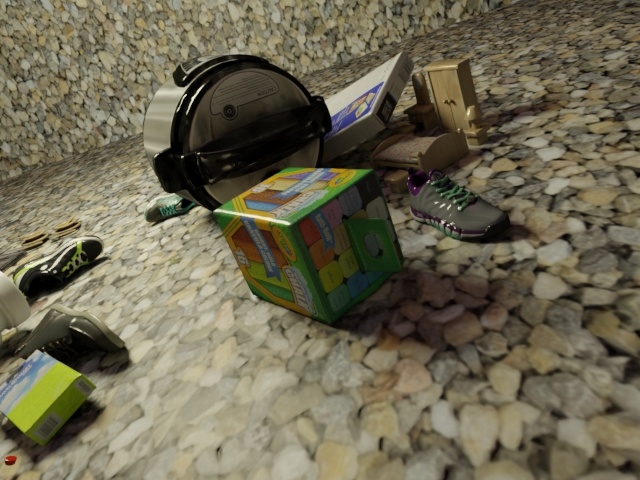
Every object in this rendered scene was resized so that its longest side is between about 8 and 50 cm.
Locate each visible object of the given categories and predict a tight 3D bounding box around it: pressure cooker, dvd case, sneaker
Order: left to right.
[{"bbox_3d":[-1.013,0.102,1.678,0.164,0.018,0.221,-11,25,18],"label":"dvd case"},{"bbox_3d":[-0.643,0.076,1.397,0.234,0.084,0.097,-31,50,-20],"label":"sneaker"},{"bbox_3d":[-0.442,0.190,0.988,0.222,0.083,0.118,5,49,40],"label":"sneaker"},{"bbox_3d":[-0.415,-0.098,1.570,0.166,0.065,0.076,-32,30,-20],"label":"sneaker"},{"bbox_3d":[-0.193,-0.239,1.325,0.420,0.375,0.370,24,88,57],"label":"pressure cooker"},{"bbox_3d":[0.219,-0.069,0.952,0.083,0.098,0.223,-31,26,-22],"label":"sneaker"}]

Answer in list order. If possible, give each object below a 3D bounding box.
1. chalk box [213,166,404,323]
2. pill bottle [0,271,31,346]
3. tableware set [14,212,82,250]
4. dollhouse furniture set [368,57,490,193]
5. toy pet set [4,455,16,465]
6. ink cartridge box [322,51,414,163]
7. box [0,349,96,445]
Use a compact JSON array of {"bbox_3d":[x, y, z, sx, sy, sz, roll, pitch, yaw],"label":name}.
[{"bbox_3d":[0.000,0.000,0.886,0.179,0.180,0.289,-35,26,-29],"label":"chalk box"},{"bbox_3d":[-0.744,0.193,1.080,0.176,0.176,0.318,2,33,41],"label":"pill bottle"},{"bbox_3d":[-0.876,-0.034,1.806,0.194,0.039,0.128,-21,20,-7],"label":"tableware set"},{"bbox_3d":[0.198,-0.281,1.322,0.355,0.174,0.303,-32,26,-23],"label":"dollhouse furniture set"},{"bbox_3d":[-0.433,0.337,0.702,0.114,0.065,0.122,5,7,-41],"label":"toy pet set"},{"bbox_3d":[0.086,-0.342,1.510,0.307,0.072,0.304,-25,31,44],"label":"ink cartridge box"},{"bbox_3d":[-0.440,0.241,0.878,0.178,0.042,0.109,6,48,44],"label":"box"}]
